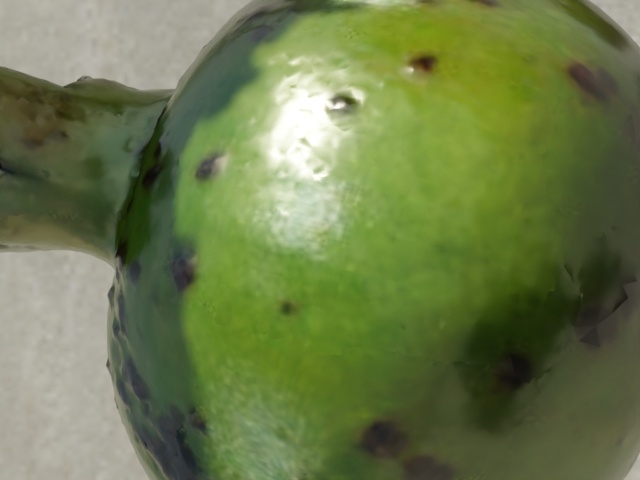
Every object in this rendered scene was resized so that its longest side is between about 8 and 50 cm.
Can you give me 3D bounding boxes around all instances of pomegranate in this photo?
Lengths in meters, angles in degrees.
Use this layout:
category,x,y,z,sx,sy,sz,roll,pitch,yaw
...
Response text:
category,x,y,z,sx,sy,sz,roll,pitch,yaw
pomegranate,0.000,0.000,0.534,0.211,0.263,0.211,22,-90,-86
